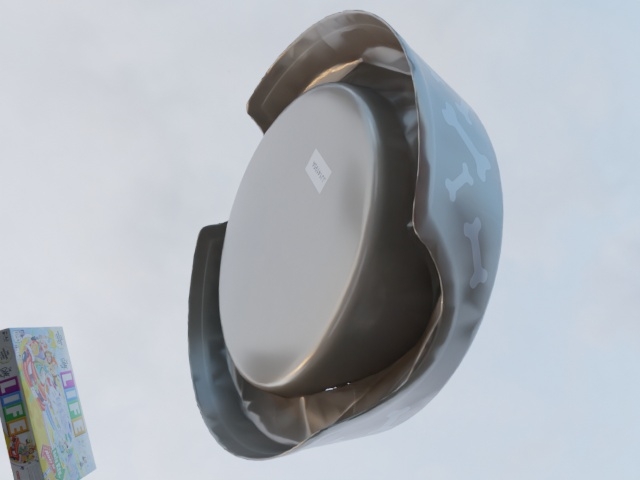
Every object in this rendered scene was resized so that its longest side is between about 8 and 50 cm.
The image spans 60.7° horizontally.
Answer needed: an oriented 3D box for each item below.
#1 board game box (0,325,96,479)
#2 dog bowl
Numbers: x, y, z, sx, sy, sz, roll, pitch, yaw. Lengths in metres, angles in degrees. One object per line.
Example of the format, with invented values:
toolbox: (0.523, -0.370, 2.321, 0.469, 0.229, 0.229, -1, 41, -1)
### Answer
board game box: (-0.266, 0.160, 0.524, 0.026, 0.103, 0.154, -17, -97, -3)
dog bowl: (0.000, 0.000, 0.459, 0.102, 0.349, 0.349, 15, -75, -31)
